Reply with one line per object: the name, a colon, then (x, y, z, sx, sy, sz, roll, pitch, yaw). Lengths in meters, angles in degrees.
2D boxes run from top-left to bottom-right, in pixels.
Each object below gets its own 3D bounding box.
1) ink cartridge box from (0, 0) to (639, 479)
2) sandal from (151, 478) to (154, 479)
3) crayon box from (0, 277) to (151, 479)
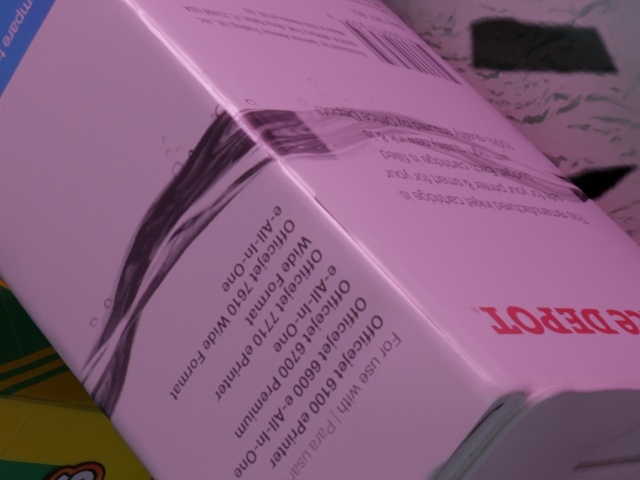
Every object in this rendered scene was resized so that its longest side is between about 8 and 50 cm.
ink cartridge box: (0.000, 0.000, 0.646, 0.307, 0.223, 0.129, 47, 114, 29)
sandal: (-0.043, 0.188, 0.835, 0.120, 0.086, 0.303, -21, 95, 14)
crayon box: (-0.287, 0.150, 0.767, 0.363, 0.313, 0.106, -49, 50, 24)
